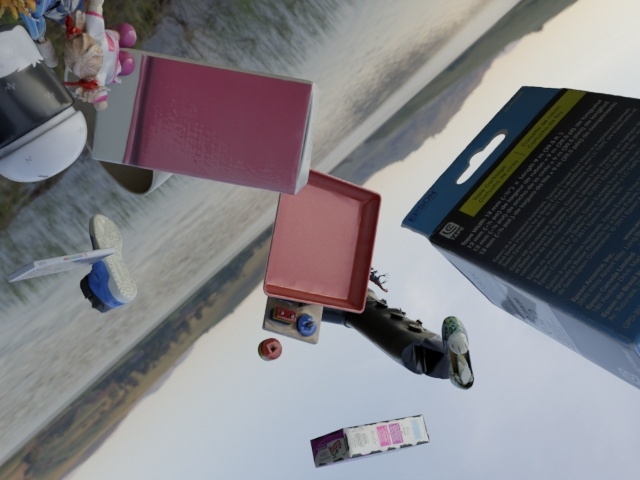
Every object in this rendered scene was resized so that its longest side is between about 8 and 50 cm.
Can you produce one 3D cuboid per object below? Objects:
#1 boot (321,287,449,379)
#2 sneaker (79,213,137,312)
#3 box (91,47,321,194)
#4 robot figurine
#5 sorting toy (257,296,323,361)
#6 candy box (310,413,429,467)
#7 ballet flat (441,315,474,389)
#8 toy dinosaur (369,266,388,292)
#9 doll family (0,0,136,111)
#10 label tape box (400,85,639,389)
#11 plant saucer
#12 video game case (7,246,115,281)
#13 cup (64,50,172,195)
[{"bbox_3d":[0.117,0.237,1.731,0.445,0.367,0.146,37,-63,53],"label":"boot"},{"bbox_3d":[-0.351,0.040,0.985,0.085,0.152,0.058,-29,168,23],"label":"sneaker"},{"bbox_3d":[-0.124,-0.139,0.733,0.148,0.232,0.126,-69,169,-80],"label":"box"},{"bbox_3d":[-0.500,-0.226,0.987,0.209,0.278,0.173,-41,-155,-25],"label":"robot figurine"},{"bbox_3d":[-0.046,0.132,1.337,0.046,0.132,0.274,-31,-136,53],"label":"sorting toy"},{"bbox_3d":[0.116,0.473,1.470,0.233,0.071,0.159,0,156,-31],"label":"candy box"},{"bbox_3d":[0.335,0.272,1.490,0.070,0.188,0.070,-14,-164,4],"label":"ballet flat"},{"bbox_3d":[0.158,0.117,1.749,0.090,0.047,0.082,-22,-132,15],"label":"toy dinosaur"},{"bbox_3d":[-0.232,-0.252,0.545,0.163,0.118,0.263,-94,-168,-73],"label":"doll family"},{"bbox_3d":[0.281,-0.028,0.668,0.249,0.115,0.348,-47,-149,-5],"label":"label tape box"},{"bbox_3d":[0.000,0.000,1.247,0.048,0.259,0.258,1,-101,50],"label":"plant saucer"},{"bbox_3d":[-0.370,0.034,0.893,0.087,0.011,0.122,-20,176,40],"label":"video game case"},{"bbox_3d":[-0.393,-0.300,1.447,0.237,0.331,0.331,-35,179,-34],"label":"cup"}]
